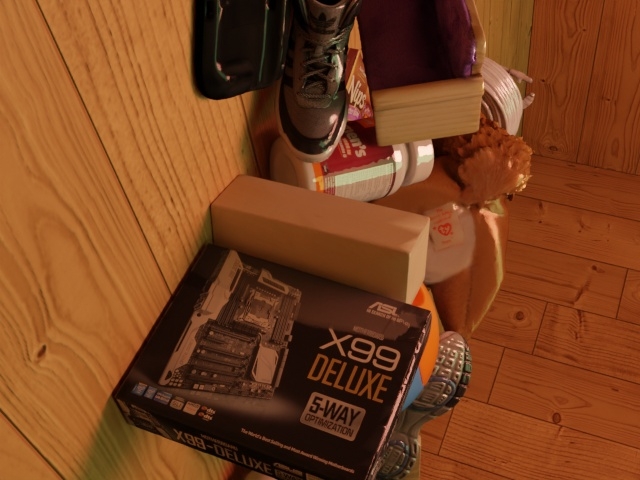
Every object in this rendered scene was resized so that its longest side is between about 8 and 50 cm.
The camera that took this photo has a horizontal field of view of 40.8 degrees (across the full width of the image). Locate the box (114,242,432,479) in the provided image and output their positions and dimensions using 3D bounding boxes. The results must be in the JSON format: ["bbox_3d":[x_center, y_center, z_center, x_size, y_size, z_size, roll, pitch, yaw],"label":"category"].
[{"bbox_3d":[-0.048,0.152,1.031,0.076,0.307,0.242,86,26,-52],"label":"box"}]

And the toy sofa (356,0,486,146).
[{"bbox_3d":[0.122,-0.328,1.202,0.177,0.150,0.363,78,5,-62],"label":"toy sofa"}]

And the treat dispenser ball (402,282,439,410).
[{"bbox_3d":[0.034,0.141,1.293,0.288,0.288,0.288,14,90,-72],"label":"treat dispenser ball"}]

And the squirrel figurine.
[{"bbox_3d":[0.206,-0.066,1.575,0.397,0.281,0.370,-58,-173,3],"label":"squirrel figurine"}]

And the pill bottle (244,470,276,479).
[{"bbox_3d":[-0.021,0.337,1.470,0.301,0.169,0.169,-59,155,-42],"label":"pill bottle"}]

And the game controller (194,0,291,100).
[{"bbox_3d":[-0.085,-0.323,0.992,0.166,0.067,0.319,-25,128,-49],"label":"game controller"}]

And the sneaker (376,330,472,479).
[{"bbox_3d":[0.149,0.263,1.454,0.297,0.111,0.129,-58,-164,21],"label":"sneaker"}]

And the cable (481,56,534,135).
[{"bbox_3d":[0.288,-0.276,1.787,0.089,0.257,0.257,-54,169,-36],"label":"cable"}]

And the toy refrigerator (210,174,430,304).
[{"bbox_3d":[0.000,0.000,1.120,0.094,0.269,0.102,-55,152,-48],"label":"toy refrigerator"}]

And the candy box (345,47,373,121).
[{"bbox_3d":[0.044,-0.227,1.427,0.187,0.053,0.109,58,49,-67],"label":"candy box"}]

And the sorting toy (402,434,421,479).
[{"bbox_3d":[0.066,0.428,1.683,0.089,0.255,0.257,-79,170,-48],"label":"sorting toy"}]

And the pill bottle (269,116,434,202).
[{"bbox_3d":[0.047,-0.113,1.251,0.221,0.121,0.121,-15,126,-26],"label":"pill bottle"}]

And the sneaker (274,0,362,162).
[{"bbox_3d":[-0.004,-0.245,1.118,0.153,0.101,0.269,104,-9,-77],"label":"sneaker"}]
